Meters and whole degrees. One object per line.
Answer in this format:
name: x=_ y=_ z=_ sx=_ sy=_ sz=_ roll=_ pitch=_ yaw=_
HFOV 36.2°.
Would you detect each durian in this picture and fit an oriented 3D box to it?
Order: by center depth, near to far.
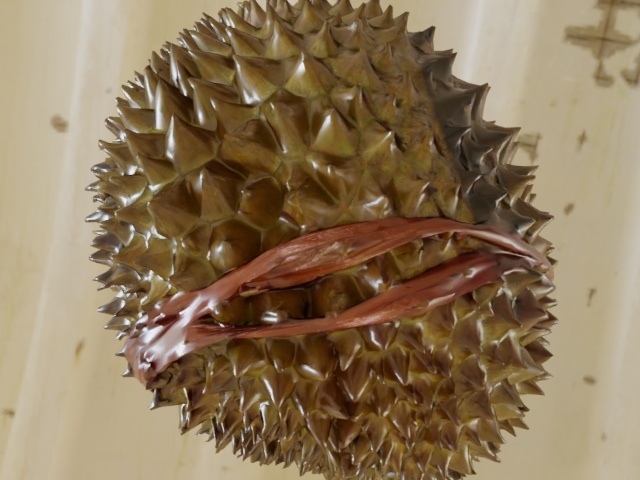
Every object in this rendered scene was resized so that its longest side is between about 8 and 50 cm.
durian: x=0.002 y=0.001 z=0.699 sx=0.384 sy=0.347 sz=0.347 roll=45 pitch=-146 yaw=21
